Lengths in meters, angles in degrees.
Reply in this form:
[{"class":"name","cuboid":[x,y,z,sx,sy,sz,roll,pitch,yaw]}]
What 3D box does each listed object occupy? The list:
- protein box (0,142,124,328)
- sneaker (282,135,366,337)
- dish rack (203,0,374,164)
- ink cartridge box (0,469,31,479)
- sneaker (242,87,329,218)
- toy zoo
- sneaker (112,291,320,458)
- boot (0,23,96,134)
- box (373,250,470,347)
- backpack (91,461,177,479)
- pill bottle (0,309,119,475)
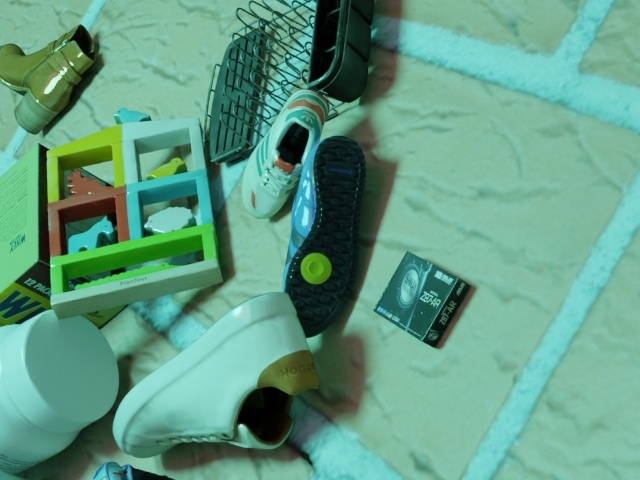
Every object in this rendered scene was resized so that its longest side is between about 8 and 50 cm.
[{"class":"protein box","cuboid":[-0.359,0.032,1.720,0.199,0.136,0.201,-37,41,26]},{"class":"sneaker","cuboid":[0.000,0.000,1.393,0.082,0.069,0.209,138,143,-72]},{"class":"dish rack","cuboid":[-0.048,-0.209,1.575,0.271,0.074,0.208,-22,50,40]},{"class":"ink cartridge box","cuboid":[-0.405,0.414,1.529,0.273,0.114,0.197,-48,39,16]},{"class":"sneaker","cuboid":[-0.044,-0.081,1.453,0.161,0.057,0.075,-59,6,29]},{"class":"toy zoo","cuboid":[-0.222,-0.047,1.616,0.192,0.030,0.293,-13,48,1]},{"class":"sneaker","cuboid":[-0.107,0.171,1.359,0.290,0.105,0.123,-43,68,42]},{"class":"boot","cuboid":[-0.399,-0.264,2.031,0.152,0.073,0.197,-46,50,19]},{"class":"box","cuboid":[0.092,0.053,1.274,0.067,0.018,0.083,-60,36,1]},{"class":"backpack","cuboid":[-0.206,0.325,1.357,0.173,0.117,0.158,-46,37,22]},{"class":"pill bottle","cuboid":[-0.374,0.193,1.606,0.283,0.160,0.160,-29,46,35]}]
